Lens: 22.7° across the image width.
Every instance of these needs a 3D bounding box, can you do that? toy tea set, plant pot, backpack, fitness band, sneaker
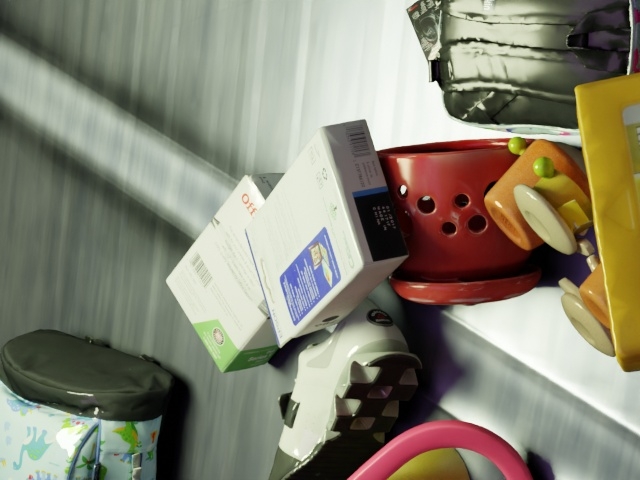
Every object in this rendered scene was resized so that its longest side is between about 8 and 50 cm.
[{"bbox_3d":[0.307,0.024,1.627,0.336,0.124,0.200,52,172,-18],"label":"toy tea set"},{"bbox_3d":[0.099,0.303,1.910,0.134,0.095,0.134,4,96,44],"label":"plant pot"},{"bbox_3d":[0.257,-0.217,1.647,0.253,0.191,0.225,12,107,50],"label":"backpack"},{"bbox_3d":[0.116,0.338,1.828,0.291,0.054,0.209,-43,86,7],"label":"fitness band"},{"bbox_3d":[0.014,0.209,1.987,0.330,0.122,0.146,-59,38,31],"label":"sneaker"},{"bbox_3d":[-0.367,0.344,2.282,0.290,0.273,0.355,18,118,35],"label":"backpack"},{"bbox_3d":[0.153,-0.022,1.767,0.191,0.191,0.174,4,99,44],"label":"plant pot"}]

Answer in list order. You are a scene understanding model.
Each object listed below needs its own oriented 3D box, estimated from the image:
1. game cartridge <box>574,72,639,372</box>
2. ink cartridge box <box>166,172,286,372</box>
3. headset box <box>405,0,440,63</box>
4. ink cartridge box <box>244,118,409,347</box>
[{"bbox_3d":[0.407,-0.044,1.434,0.324,0.052,0.285,-12,66,16],"label":"game cartridge"},{"bbox_3d":[-0.082,0.040,2.063,0.219,0.093,0.160,-50,62,33],"label":"ink cartridge box"},{"bbox_3d":[0.144,-0.249,1.864,0.062,0.032,0.083,-35,71,41],"label":"headset box"},{"bbox_3d":[0.000,0.000,1.832,0.332,0.065,0.165,135,120,-64],"label":"ink cartridge box"}]
